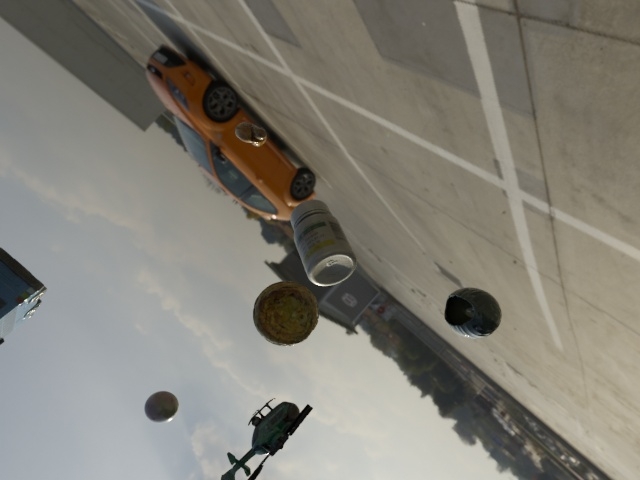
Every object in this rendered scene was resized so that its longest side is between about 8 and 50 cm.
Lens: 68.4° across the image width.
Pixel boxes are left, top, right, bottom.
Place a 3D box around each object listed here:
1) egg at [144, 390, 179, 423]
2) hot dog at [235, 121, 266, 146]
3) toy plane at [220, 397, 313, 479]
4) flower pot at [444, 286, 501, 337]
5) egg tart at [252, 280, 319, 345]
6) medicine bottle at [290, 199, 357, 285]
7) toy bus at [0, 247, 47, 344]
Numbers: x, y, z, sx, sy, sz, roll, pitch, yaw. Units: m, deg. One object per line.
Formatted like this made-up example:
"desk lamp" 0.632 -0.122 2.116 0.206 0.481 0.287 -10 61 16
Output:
"egg" -0.526 0.553 1.564 0.135 0.103 0.103 -16 133 43
"hot dog" -0.198 -0.309 1.354 0.090 0.060 0.140 16 -159 -20
"toy plane" -0.186 0.661 1.555 0.106 0.382 0.155 56 167 -30
"flower pot" 0.570 0.271 1.770 0.157 0.189 0.243 8 180 -18
"egg tart" -0.122 0.255 1.662 0.234 0.234 0.094 41 175 -6
"medicine bottle" 0.000 0.000 1.950 0.208 0.208 0.339 42 -163 -45
"toy bus" -0.642 0.121 0.931 0.116 0.133 0.234 44 140 -10
